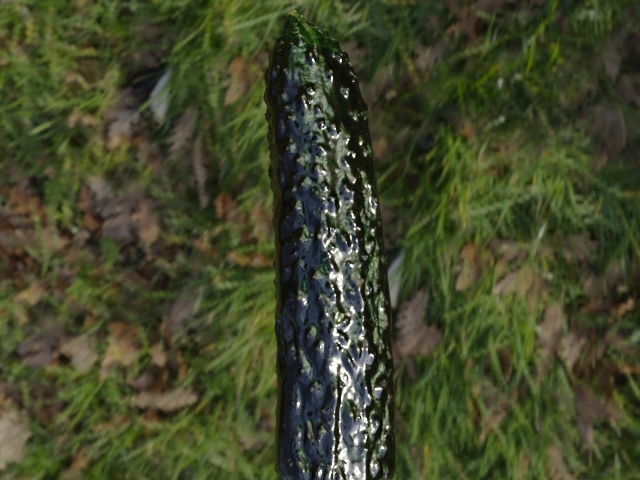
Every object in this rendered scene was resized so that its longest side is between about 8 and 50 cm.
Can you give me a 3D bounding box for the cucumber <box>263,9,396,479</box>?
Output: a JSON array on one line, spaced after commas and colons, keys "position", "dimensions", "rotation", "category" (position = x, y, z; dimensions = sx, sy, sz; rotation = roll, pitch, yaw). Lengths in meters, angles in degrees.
[{"position": [0.002, -0.001, 0.837], "dimensions": [0.072, 0.072, 0.300], "rotation": [-7, 74, 14], "category": "cucumber"}]
